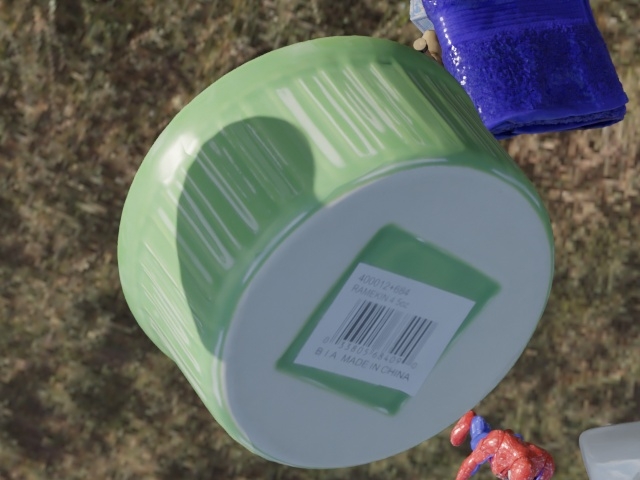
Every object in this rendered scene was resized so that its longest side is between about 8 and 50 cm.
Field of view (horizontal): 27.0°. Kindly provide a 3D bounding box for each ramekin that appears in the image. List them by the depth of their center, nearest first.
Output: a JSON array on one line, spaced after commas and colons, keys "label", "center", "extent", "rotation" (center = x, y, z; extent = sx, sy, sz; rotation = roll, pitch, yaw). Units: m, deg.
[{"label": "ramekin", "center": [0.020, 0.020, 0.960], "extent": [0.303, 0.148, 0.303], "rotation": [-15, 130, -19]}]

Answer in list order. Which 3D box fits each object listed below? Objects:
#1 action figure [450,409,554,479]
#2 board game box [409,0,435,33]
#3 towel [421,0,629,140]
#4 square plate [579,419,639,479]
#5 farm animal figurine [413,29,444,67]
[{"label": "action figure", "center": [0.188, 0.270, 1.476], "extent": [0.091, 0.139, 0.280], "rotation": [24, 175, 0]}, {"label": "board game box", "center": [0.234, -0.311, 1.885], "extent": [0.194, 0.060, 0.194], "rotation": [29, 124, -19]}, {"label": "towel", "center": [0.215, -0.263, 1.465], "extent": [0.227, 0.308, 0.076], "rotation": [-11, 166, -34]}, {"label": "square plate", "center": [0.389, 0.298, 1.062], "extent": [0.344, 0.049, 0.347], "rotation": [-18, 88, 41]}, {"label": "farm animal figurine", "center": [0.191, -0.317, 1.763], "extent": [0.330, 0.327, 0.172], "rotation": [-40, 162, 4]}]
